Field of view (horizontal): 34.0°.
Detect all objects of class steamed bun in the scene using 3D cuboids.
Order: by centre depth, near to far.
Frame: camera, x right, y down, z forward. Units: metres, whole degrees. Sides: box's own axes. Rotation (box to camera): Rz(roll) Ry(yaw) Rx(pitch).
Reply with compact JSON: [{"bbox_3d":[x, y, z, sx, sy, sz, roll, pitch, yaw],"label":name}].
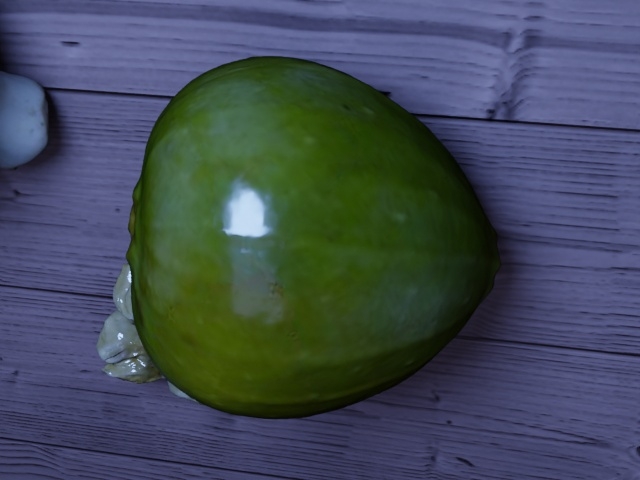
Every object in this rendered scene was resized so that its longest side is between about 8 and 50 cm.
[{"bbox_3d":[-0.131,0.090,1.060,0.177,0.106,0.192,18,126,0],"label":"steamed bun"}]

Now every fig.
[{"bbox_3d":[0.000,0.000,0.860,0.316,0.316,0.316,7,127,10],"label":"fig"}]

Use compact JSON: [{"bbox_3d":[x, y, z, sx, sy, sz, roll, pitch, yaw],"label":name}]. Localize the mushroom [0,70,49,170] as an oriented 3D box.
[{"bbox_3d":[-0.349,-0.135,0.912,0.243,0.243,0.243,7,127,10],"label":"mushroom"}]
